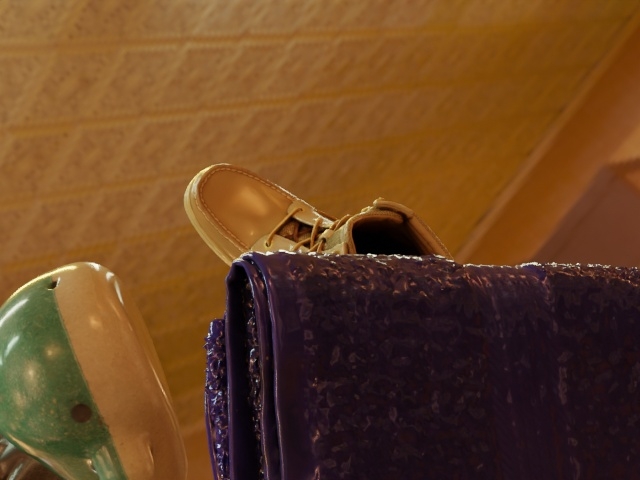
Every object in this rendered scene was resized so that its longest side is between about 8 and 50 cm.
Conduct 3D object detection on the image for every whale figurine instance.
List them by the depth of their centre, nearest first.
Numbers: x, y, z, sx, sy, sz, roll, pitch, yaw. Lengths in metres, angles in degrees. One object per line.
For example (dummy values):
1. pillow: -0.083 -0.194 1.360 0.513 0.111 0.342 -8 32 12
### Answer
1. whale figurine: -0.190 0.154 1.239 0.141 0.216 0.272 -21 -61 -5

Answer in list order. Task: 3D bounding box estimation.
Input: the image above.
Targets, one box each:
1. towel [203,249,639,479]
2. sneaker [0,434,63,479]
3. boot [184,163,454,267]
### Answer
1. towel: 0.094 0.122 0.684 0.308 0.228 0.076 2 -15 -32
2. sneaker: -0.389 0.306 1.504 0.482 0.185 0.202 -25 16 15
3. boot: 0.000 0.000 1.332 0.095 0.262 0.203 -50 -1 -18
